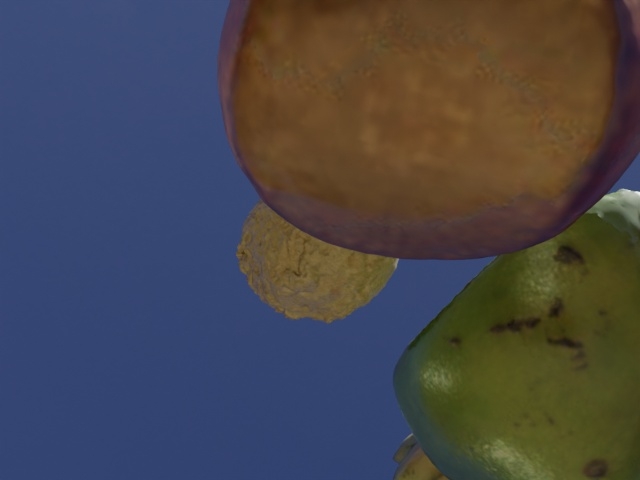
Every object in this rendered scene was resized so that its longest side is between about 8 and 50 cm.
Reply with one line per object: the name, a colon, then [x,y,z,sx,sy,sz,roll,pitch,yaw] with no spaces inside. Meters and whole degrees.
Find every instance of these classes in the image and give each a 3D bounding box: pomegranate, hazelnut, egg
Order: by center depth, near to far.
hazelnut: [0.042,-0.064,0.504,0.150,0.150,0.150,2,-84,25]
pomegranate: [0.199,0.121,1.093,0.216,0.310,0.358,44,-56,18]
egg: [0.000,0.000,1.104,0.140,0.116,0.118,-20,-70,39]
